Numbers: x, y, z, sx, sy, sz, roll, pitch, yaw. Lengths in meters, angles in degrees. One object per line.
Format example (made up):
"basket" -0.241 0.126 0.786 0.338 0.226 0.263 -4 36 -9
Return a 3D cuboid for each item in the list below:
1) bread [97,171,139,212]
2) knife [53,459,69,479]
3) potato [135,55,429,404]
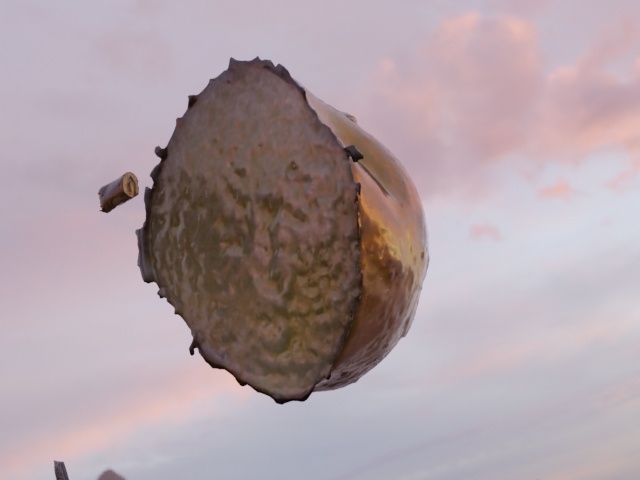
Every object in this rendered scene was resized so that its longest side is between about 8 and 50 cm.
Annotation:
"bread" -0.334 -0.079 1.304 0.083 0.047 0.036 -21 -20 40
"knife" -0.415 0.453 1.311 0.028 0.230 0.060 5 -56 -38
"potato" 0.000 0.000 0.771 0.237 0.301 0.289 1 -52 -50
